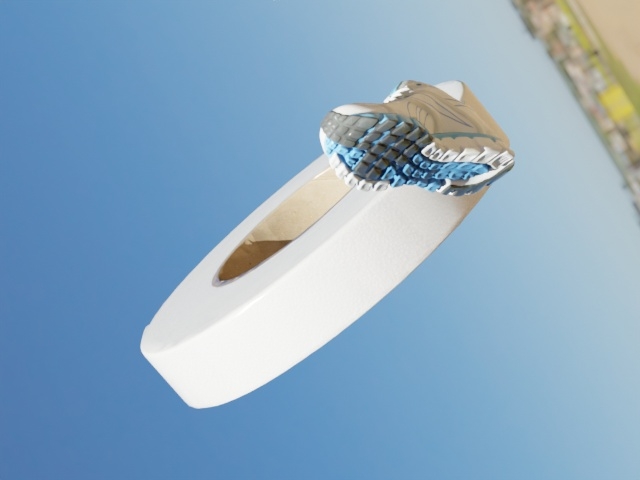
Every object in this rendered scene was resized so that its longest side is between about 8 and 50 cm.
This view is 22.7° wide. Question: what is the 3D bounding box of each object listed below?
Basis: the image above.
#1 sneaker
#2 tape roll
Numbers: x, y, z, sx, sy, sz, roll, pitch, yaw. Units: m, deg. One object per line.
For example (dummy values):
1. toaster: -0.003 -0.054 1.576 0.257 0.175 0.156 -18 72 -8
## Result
1. sneaker: 0.060 -0.084 1.184 0.191 0.071 0.083 8 -131 -49
2. tape roll: 0.000 0.000 1.475 0.072 0.392 0.392 50 -168 -12
